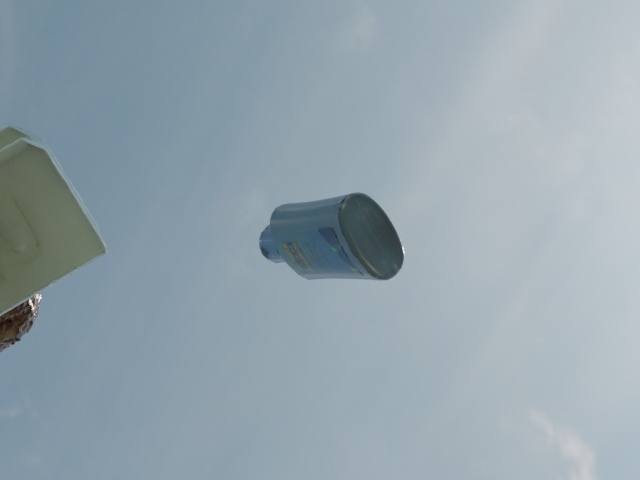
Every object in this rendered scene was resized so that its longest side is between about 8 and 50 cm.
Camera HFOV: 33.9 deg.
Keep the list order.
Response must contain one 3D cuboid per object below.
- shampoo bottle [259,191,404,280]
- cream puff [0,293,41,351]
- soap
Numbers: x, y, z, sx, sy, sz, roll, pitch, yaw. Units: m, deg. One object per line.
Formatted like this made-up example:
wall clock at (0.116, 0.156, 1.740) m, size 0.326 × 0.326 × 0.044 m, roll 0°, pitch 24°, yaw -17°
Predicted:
shampoo bottle at (0.000, 0.000, 1.230) m, size 0.061 × 0.258 × 0.104 m, roll -37°, pitch -76°, yaw -22°
cream puff at (-0.367, 0.073, 1.106) m, size 0.149 × 0.084 × 0.149 m, roll -15°, pitch -53°, yaw -21°
soap at (-0.281, 0.005, 0.816) m, size 0.198 × 0.066 × 0.119 m, roll -31°, pitch -58°, yaw -8°
